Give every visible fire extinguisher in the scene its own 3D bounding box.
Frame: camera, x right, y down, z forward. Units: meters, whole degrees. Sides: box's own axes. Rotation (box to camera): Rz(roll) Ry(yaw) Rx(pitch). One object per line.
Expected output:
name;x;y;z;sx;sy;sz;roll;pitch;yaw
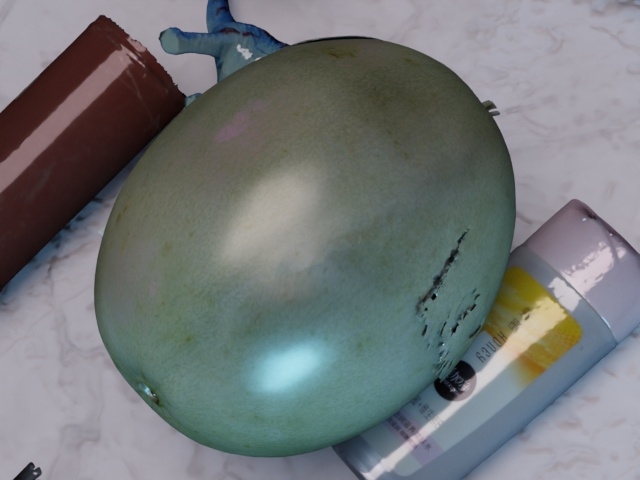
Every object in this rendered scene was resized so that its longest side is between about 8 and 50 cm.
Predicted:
fire extinguisher;-0.270;-0.039;1.561;0.337;0.106;0.147;-44;36;-7

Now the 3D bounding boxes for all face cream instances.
face cream;0.130;0.090;1.433;0.269;0.073;0.107;-41;75;-7

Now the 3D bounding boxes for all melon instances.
melon;0.000;0.000;1.350;0.330;0.268;0.268;-41;66;-19

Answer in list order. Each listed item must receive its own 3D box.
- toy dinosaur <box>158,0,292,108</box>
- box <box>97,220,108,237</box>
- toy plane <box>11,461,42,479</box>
toy dinosaur;-0.044;-0.122;1.541;0.144;0.076;0.329;-22;58;-40
box;-0.048;0.022;1.516;0.245;0.035;0.139;39;80;22
toy plane;-0.258;0.219;1.474;0.145;0.060;0.037;-31;65;16
